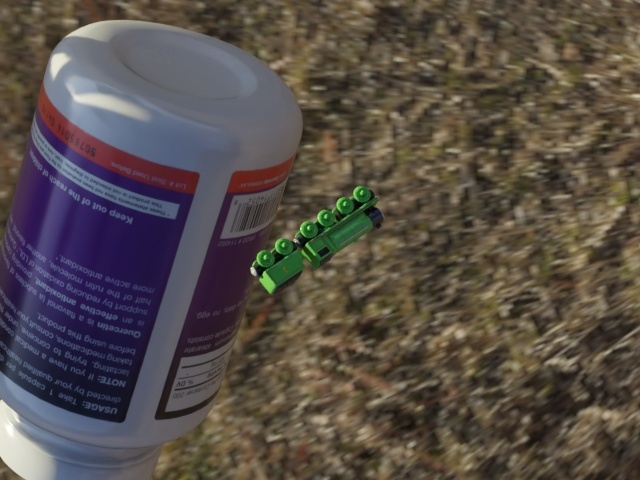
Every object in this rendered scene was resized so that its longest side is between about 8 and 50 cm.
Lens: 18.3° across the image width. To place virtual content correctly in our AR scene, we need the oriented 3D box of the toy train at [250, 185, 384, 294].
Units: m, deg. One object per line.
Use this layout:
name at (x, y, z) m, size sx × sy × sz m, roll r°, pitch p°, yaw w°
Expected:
toy train at (0.000, 0.000, 1.036) m, size 0.083 × 0.017 × 0.023 m, roll -33°, pitch 78°, yaw -25°

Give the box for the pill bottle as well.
pill bottle at (-0.138, 0.019, 1.418) m, size 0.181 × 0.181 × 0.323 m, roll 26°, pitch 116°, yaw 15°
